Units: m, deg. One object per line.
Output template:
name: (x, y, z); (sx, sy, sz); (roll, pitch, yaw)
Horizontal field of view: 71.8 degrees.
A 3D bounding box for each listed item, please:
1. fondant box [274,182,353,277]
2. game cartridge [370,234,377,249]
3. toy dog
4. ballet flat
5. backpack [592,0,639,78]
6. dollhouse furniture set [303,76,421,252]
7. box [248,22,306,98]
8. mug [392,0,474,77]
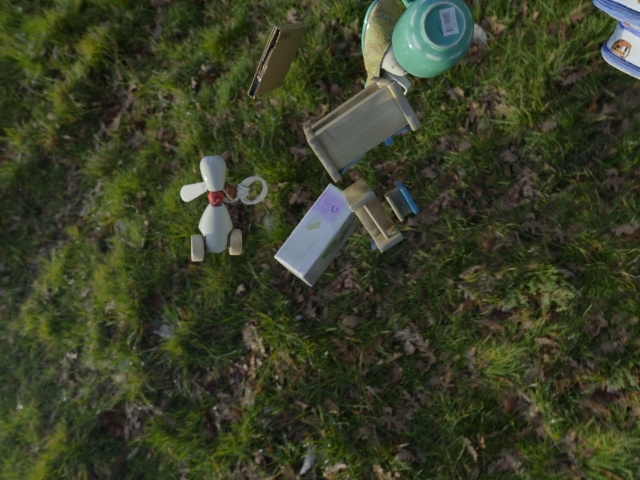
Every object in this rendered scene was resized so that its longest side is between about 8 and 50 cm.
fondant box: (0.000, 0.000, 1.249); (0.096, 0.330, 0.238); (36, 84, 7)
game cartridge: (0.145, -0.021, 1.154); (0.056, 0.017, 0.083); (119, 156, -60)
toy dog: (-0.318, -0.097, 1.347); (0.334, 0.220, 0.161); (-65, 29, 17)
ballet flat: (0.164, -0.401, 1.024); (0.123, 0.348, 0.123); (-1, 73, 3)
backpack: (0.444, -0.273, 0.484); (0.276, 0.263, 0.213); (47, 136, 41)
dollhouse furniture set: (0.081, -0.110, 0.621); (0.129, 0.129, 0.184); (-33, 112, 9)
box: (-0.101, -0.431, 1.055); (0.021, 0.201, 0.164); (30, 120, -1)
mug: (0.189, -0.369, 0.773); (0.158, 0.097, 0.129); (28, 95, -9)
